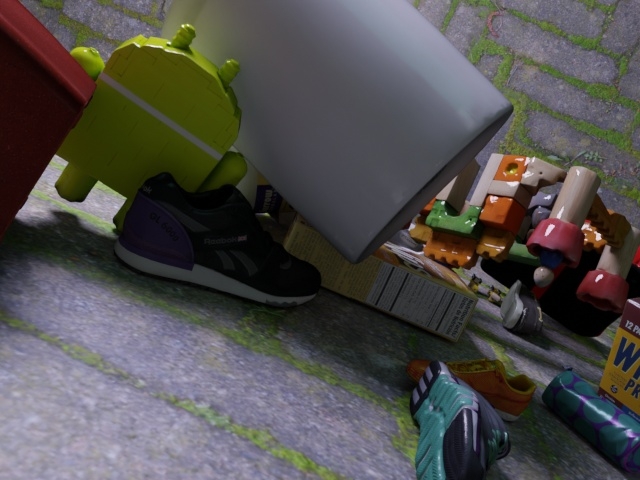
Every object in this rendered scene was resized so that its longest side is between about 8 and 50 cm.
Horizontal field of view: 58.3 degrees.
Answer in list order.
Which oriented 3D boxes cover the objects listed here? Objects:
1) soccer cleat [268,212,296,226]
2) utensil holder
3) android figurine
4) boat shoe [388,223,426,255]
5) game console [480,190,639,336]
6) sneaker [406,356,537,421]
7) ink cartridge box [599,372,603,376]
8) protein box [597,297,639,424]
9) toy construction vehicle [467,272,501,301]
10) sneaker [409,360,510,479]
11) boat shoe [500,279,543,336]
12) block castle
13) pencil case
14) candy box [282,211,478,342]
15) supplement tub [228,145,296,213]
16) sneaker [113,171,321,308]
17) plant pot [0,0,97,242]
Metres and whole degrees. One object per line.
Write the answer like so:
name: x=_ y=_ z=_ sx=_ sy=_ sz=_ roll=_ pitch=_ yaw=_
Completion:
soccer cleat: x=-0.055 y=-0.049 z=1.213 sx=0.196 sy=0.068 sz=0.076 roll=35 pitch=51 yaw=-5
utensil holder: x=0.025 y=-0.207 z=0.812 sx=0.385 sy=0.327 sz=0.327 roll=46 pitch=16 yaw=8
android figurine: x=-0.208 y=-0.132 z=0.707 sx=0.248 sy=0.273 sz=0.056 roll=33 pitch=24 yaw=-20
boat shoe: x=0.157 y=-0.042 z=1.483 sx=0.277 sy=0.098 sz=0.096 roll=24 pitch=11 yaw=-4
game console: x=0.567 y=0.063 z=1.350 sx=0.342 sy=0.060 sz=0.386 roll=37 pitch=-23 yaw=19
sneaker: x=0.181 y=0.166 z=0.697 sx=0.175 sy=0.067 sz=0.064 roll=17 pitch=15 yaw=-22
ink cartridge box: x=0.637 y=0.276 z=1.027 sx=0.208 sy=0.045 sz=0.206 roll=8 pitch=9 yaw=11
protein box: x=0.542 y=0.191 z=0.834 sx=0.201 sy=0.200 sz=0.136 roll=-4 pitch=23 yaw=-24
toy construction vehicle: x=0.402 y=0.124 z=1.407 sx=0.086 sy=0.035 sz=0.098 roll=35 pitch=15 yaw=1
sneaker: x=0.144 y=0.181 z=0.530 sx=0.098 sy=0.083 sz=0.224 roll=29 pitch=11 yaw=1
boat shoe: x=0.440 y=0.150 z=1.249 sx=0.068 sy=0.081 sz=0.228 roll=28 pitch=20 yaw=10
block castle: x=0.346 y=-0.006 z=1.131 sx=0.303 sy=0.213 sz=0.453 roll=33 pitch=-10 yaw=-39
pencil case: x=0.370 y=0.235 z=0.763 sx=0.070 sy=0.064 sz=0.152 roll=-8 pitch=24 yaw=-20
candy box: x=0.089 y=0.048 z=0.976 sx=0.316 sy=0.088 sz=0.183 roll=22 pitch=12 yaw=-5
supplement tub: x=-0.070 y=-0.172 z=1.090 sx=0.331 sy=0.241 sz=0.241 roll=-3 pitch=20 yaw=-16
sneaker: x=-0.101 y=0.000 z=0.728 sx=0.283 sy=0.124 sz=0.107 roll=16 pitch=15 yaw=-34
plant pot: x=-0.364 y=-0.130 z=0.531 sx=0.235 sy=0.267 sz=0.267 roll=33 pitch=7 yaw=-25
